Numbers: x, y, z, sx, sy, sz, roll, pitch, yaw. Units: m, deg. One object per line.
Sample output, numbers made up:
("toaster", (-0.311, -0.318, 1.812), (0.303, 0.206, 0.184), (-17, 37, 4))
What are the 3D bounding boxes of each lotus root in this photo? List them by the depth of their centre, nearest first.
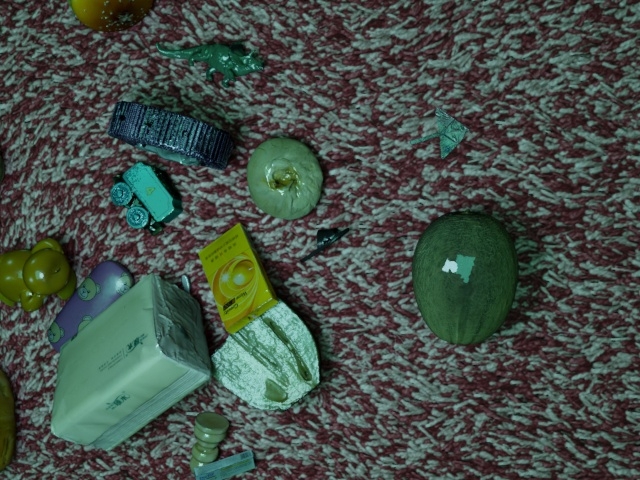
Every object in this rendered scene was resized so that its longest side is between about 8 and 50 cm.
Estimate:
("lotus root", (-0.113, 0.305, 1.586), (0.260, 0.149, 0.267), (38, 90, 7))

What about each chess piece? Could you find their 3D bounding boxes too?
("chess piece", (-0.317, 0.571, 1.670), (0.094, 0.094, 0.170), (18, 104, 9))

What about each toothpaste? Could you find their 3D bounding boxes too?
("toothpaste", (-0.260, 0.620, 1.642), (0.164, 0.034, 0.046), (-15, 116, -15))

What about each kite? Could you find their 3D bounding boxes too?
("kite", (0.305, -0.277, 1.552), (0.153, 0.005, 0.137), (-5, 90, 10))

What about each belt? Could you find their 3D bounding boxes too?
("belt", (-0.382, -0.264, 1.545), (0.325, 0.260, 0.122), (15, 90, 9))

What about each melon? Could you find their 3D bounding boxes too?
("melon", (0.343, 0.088, 1.447), (0.249, 0.248, 0.329), (2, 97, 10))

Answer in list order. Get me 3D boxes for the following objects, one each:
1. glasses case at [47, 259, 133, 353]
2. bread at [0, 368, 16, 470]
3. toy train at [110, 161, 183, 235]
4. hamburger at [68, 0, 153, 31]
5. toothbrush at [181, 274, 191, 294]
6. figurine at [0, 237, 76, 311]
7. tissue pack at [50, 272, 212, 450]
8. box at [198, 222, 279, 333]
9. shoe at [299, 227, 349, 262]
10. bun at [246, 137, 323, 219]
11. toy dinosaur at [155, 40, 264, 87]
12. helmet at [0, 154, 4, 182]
("glasses case", (-0.652, 0.195, 1.706), (0.123, 0.076, 0.316), (41, 99, 5))
("bread", (-1.040, 0.509, 1.759), (0.337, 0.148, 0.327), (-2, 89, 12))
("toy train", (-0.476, -0.118, 1.649), (0.154, 0.107, 0.197), (-36, 87, 2))
("hamburger", (-0.537, -0.648, 1.562), (0.246, 0.246, 0.169), (-31, 79, 10))
("toothbrush", (-0.346, 0.235, 1.685), (0.021, 0.024, 0.288), (-12, 93, 13))
("figurine", (-0.791, 0.095, 1.660), (0.228, 0.215, 0.215), (5, 94, 5))
("tissue pack", (-0.490, 0.314, 1.560), (0.380, 0.297, 0.207), (-38, 131, 12))
("box", (-0.221, 0.094, 1.577), (0.152, 0.043, 0.269), (-37, 53, 10))
("shoe", (0.000, 0.000, 1.594), (0.159, 0.062, 0.053), (-37, 84, 13))
("bun", (-0.098, -0.162, 1.567), (0.223, 0.127, 0.222), (0, 90, 11))
("toy dinosaur", (-0.292, -0.471, 1.612), (0.292, 0.079, 0.119), (-1, 87, 7))
("helmet", (-0.984, -0.232, 1.709), (0.137, 0.204, 0.257), (-32, 83, -27))
